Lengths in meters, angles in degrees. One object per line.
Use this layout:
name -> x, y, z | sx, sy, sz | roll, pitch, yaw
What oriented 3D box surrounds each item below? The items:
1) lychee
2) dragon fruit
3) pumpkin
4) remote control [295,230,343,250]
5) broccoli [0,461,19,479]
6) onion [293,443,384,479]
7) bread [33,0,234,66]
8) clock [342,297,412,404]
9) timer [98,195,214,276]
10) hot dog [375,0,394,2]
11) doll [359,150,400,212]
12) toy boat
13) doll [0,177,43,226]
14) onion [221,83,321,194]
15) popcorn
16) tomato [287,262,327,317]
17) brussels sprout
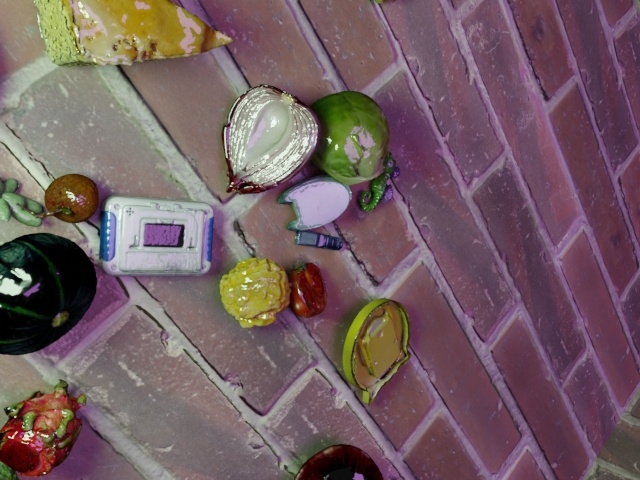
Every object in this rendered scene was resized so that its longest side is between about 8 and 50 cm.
lychee -> -0.516, -0.079, 1.192 | 0.114, 0.101, 0.140 | 28, 62, -3
dragon fruit -> -0.564, 0.374, 1.187 | 0.160, 0.172, 0.167 | -12, 112, 5
pumpkin -> -0.573, 0.082, 1.123 | 0.248, 0.248, 0.248 | -5, 99, -34
remote control -> -0.001, 0.000, 1.609 | 0.152, 0.027, 0.044 | 10, 94, -33
broccoli -> -0.695, 0.563, 1.114 | 0.254, 0.186, 0.302 | 9, 91, -75
onion -> 0.053, 0.697, 1.590 | 0.273, 0.285, 0.273 | 2, 74, -6
bread -> -0.387, -0.476, 1.149 | 0.315, 0.248, 0.279 | -30, 114, -32
clock -> 0.162, 0.309, 1.734 | 0.277, 0.071, 0.294 | -33, 125, -36
timer -> -0.364, -0.006, 1.323 | 0.253, 0.078, 0.178 | 1, 95, -35
hot dog -> 0.202, -0.745, 1.609 | 0.213, 0.103, 0.146 | -43, 117, -24
doll -> 0.171, -0.169, 1.694 | 0.115, 0.050, 0.190 | 26, 83, -38
toy boat -> -0.014, -0.104, 1.569 | 0.207, 0.079, 0.134 | -25, 101, -19
doll -> -0.616, -0.073, 1.141 | 0.150, 0.077, 0.115 | 35, 31, -38
onion -> -0.133, -0.226, 1.419 | 0.227, 0.120, 0.283 | 39, 97, 10
popcorn -> -0.160, 0.127, 1.442 | 0.180, 0.170, 0.180 | 3, 66, -7
tomato -> -0.052, 0.136, 1.539 | 0.139, 0.091, 0.159 | 66, 22, -11
brussels sprout -> 0.067, -0.263, 1.503 | 0.244, 0.244, 0.244 | -5, 99, -34
